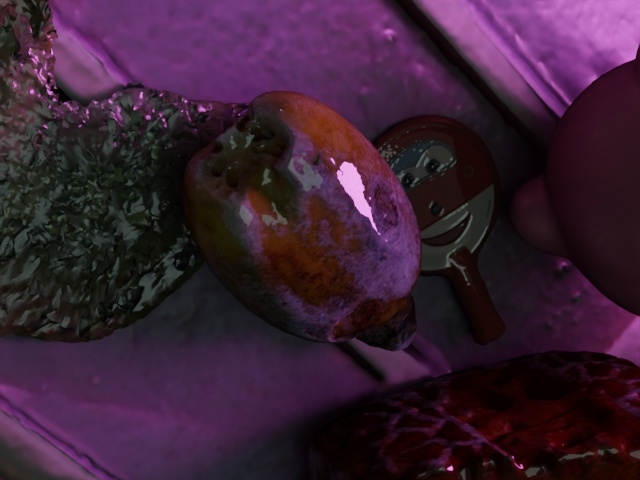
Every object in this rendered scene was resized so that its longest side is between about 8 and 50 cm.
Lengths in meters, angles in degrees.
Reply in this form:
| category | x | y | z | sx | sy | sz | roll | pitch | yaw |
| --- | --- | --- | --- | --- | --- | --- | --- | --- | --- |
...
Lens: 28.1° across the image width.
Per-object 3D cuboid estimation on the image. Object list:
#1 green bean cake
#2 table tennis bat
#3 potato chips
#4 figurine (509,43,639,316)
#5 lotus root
| category | x | y | z | sx | sy | sz | roll | pitch | yaw |
| --- | --- | --- | --- | --- | --- | --- | --- | --- | --- |
| green bean cake | 0.120 | 0.138 | 0.747 | 0.232 | 0.198 | 0.097 | -12 | 104 | -16 |
| table tennis bat | 0.078 | -0.004 | 0.797 | 0.098 | 0.019 | 0.155 | -30 | 108 | -15 |
| potato chips | -0.142 | -0.050 | 0.686 | 0.202 | 0.029 | 0.220 | -43 | 116 | -7 |
| figurine | 0.217 | -0.033 | 0.770 | 0.173 | 0.173 | 0.173 | -5 | 103 | -22 |
| lotus root | 0.000 | 0.000 | 0.720 | 0.113 | 0.088 | 0.192 | -43 | 131 | -2 |
